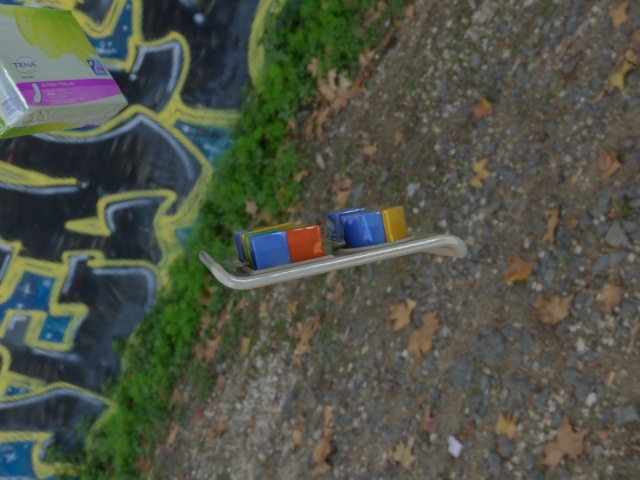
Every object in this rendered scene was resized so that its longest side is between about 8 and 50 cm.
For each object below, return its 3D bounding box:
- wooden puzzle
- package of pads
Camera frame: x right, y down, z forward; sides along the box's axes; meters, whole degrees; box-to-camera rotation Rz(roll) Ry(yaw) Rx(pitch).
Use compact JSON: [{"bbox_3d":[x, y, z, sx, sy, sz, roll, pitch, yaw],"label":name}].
[{"bbox_3d":[0.000,0.000,1.164,0.322,0.347,0.081,-169,73,-78],"label":"wooden puzzle"},{"bbox_3d":[-0.514,-0.314,1.417,0.101,0.229,0.296,-33,-1,25],"label":"package of pads"}]
